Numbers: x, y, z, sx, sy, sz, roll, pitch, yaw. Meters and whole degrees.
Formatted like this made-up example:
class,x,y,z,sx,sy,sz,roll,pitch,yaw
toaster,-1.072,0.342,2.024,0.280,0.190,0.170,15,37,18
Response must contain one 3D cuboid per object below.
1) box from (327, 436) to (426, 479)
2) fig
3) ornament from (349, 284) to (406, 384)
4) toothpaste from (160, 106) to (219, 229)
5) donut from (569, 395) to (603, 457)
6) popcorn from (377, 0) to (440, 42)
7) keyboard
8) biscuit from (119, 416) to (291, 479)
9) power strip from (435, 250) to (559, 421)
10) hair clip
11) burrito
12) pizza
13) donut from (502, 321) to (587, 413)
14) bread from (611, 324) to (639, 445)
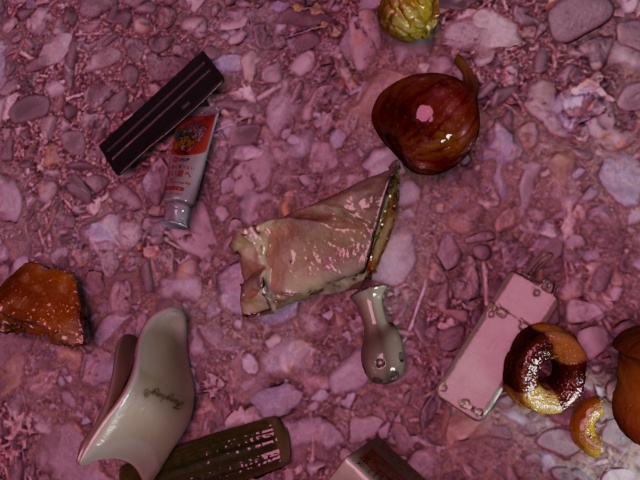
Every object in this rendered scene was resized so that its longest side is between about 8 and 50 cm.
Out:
class,x,y,z,sx,sy,sz,roll,pitch,yaw
box,0.097,0.376,1.150,0.141,0.201,0.058,40,98,18
fig,0.198,-0.210,1.238,0.207,0.175,0.175,-31,74,-11
ornament,0.098,0.157,1.250,0.075,0.081,0.156,-28,69,45
toothpaste,-0.245,-0.137,1.400,0.089,0.057,0.234,4,74,22
donut,0.416,0.282,1.161,0.067,0.038,0.083,40,95,20
popcorn,0.155,-0.393,1.294,0.106,0.120,0.116,40,103,-17
keyboard,-0.263,-0.276,1.426,0.381,0.041,0.103,-43,61,12
biscuit,-0.203,0.392,1.316,0.322,0.038,0.099,-20,74,12
power strip,0.293,0.145,1.206,0.093,0.053,0.288,33,91,17
hair clip,-0.294,0.255,1.298,0.113,0.172,0.282,-17,54,26
burrito,0.006,0.011,1.281,0.348,0.107,0.175,-23,92,13
pizza,-0.510,0.123,1.427,0.226,0.069,0.147,12,64,13
donut,0.346,0.197,1.155,0.140,0.059,0.140,-2,99,-10
bread,0.539,0.208,1.014,0.312,0.312,0.172,14,97,17
